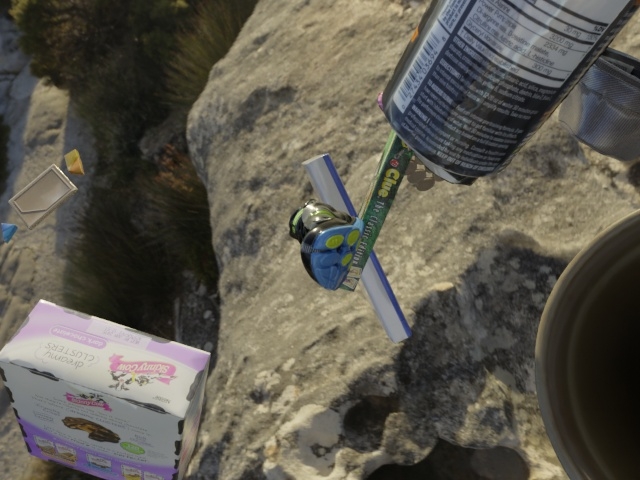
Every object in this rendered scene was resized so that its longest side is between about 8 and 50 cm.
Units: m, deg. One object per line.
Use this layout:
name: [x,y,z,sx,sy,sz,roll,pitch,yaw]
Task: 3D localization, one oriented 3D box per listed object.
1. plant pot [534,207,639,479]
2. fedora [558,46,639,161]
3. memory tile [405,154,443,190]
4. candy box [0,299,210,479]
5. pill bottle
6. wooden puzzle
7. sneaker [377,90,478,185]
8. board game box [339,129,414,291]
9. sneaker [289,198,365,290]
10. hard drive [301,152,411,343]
plant pot: [0.416,0.140,0.515,0.323,0.280,0.324,-18,63,41]
fedora: [0.453,-0.203,0.840,0.243,0.275,0.124,32,124,11]
memory tile: [0.197,-0.146,1.001,0.113,0.148,0.012,-32,53,25]
candy box: [-0.203,0.163,0.536,0.164,0.196,0.070,19,44,-1]
pill bottle: [0.153,-0.174,0.404,0.246,0.130,0.131,-59,45,44]
wooden puzzle: [-0.314,-0.050,0.627,0.116,0.014,0.078,-39,53,-8]
sneaker: [0.149,-0.151,0.714,0.077,0.072,0.178,-45,73,30]
board game box: [0.078,-0.072,0.665,0.030,0.260,0.136,21,39,2]
sneaker: [0.000,0.000,0.554,0.078,0.188,0.067,22,101,2]
hard drive: [0.057,0.002,0.957,0.040,0.210,0.319,-26,99,0]
